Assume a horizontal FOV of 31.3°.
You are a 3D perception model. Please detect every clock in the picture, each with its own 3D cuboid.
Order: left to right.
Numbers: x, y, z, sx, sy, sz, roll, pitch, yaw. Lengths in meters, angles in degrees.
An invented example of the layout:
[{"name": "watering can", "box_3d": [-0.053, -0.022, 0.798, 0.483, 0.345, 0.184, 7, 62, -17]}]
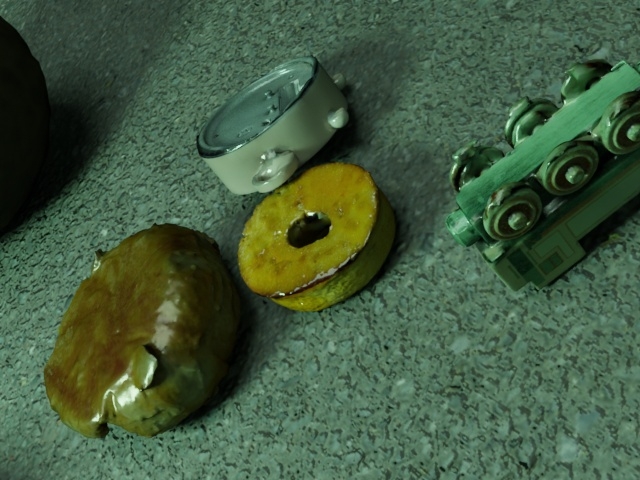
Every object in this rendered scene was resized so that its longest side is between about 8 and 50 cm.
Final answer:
[{"name": "clock", "box_3d": [-0.049, -0.120, 1.142, 0.155, 0.063, 0.229, -32, 27, 18]}]

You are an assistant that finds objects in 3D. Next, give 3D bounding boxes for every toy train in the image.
[{"name": "toy train", "box_3d": [0.185, -0.051, 0.850, 0.194, 0.125, 0.081, -38, 47, 9]}]

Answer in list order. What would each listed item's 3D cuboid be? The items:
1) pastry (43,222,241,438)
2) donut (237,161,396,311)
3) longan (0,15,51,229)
[{"name": "pastry", "box_3d": [-0.168, 0.085, 1.091, 0.218, 0.100, 0.229, -2, 63, 47]}, {"name": "donut", "box_3d": [0.000, 0.000, 1.034, 0.152, 0.058, 0.152, -24, 46, 27]}, {"name": "longan", "box_3d": [-0.528, -0.140, 1.406, 0.391, 0.391, 0.391, -25, 45, 27]}]
